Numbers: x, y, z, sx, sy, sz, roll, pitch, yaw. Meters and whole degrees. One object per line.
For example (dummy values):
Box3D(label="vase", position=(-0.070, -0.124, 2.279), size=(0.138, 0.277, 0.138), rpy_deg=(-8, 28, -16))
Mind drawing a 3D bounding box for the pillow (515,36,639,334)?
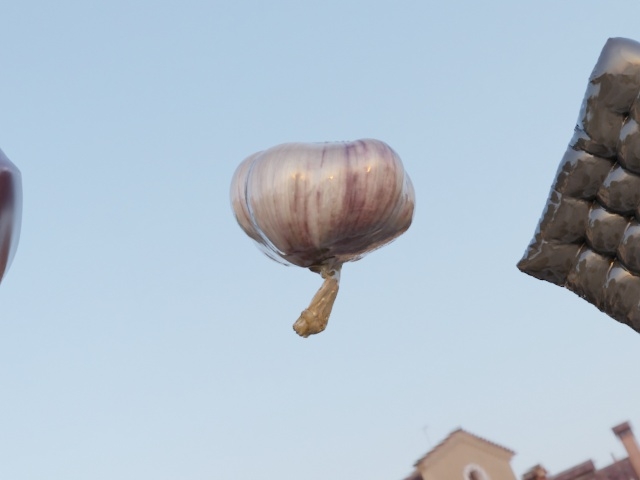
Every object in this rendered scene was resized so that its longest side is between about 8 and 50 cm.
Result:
Box3D(label="pillow", position=(0.381, -0.047, 1.106), size=(0.101, 0.228, 0.326), rpy_deg=(-26, -40, -51))

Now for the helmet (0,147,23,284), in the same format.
Box3D(label="helmet", position=(-0.392, 0.015, 0.858), size=(0.271, 0.197, 0.339), rpy_deg=(-18, -50, -79))

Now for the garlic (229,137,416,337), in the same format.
Box3D(label="garlic", position=(0.000, 0.000, 1.233), size=(0.244, 0.253, 0.245), rpy_deg=(4, -9, 1))
